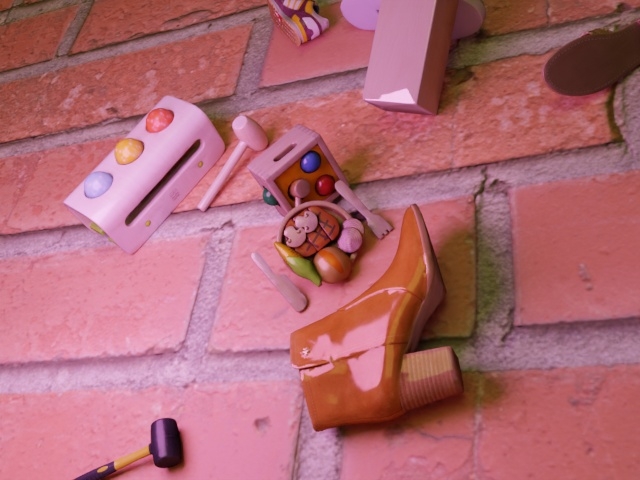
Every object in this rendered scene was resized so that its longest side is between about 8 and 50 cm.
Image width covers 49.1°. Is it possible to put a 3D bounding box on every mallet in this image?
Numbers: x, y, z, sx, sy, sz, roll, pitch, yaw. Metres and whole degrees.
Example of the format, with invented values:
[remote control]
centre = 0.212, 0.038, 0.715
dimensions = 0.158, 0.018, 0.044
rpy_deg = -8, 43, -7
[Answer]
[mallet]
centre = -0.272, 0.313, 0.959
dimensions = 0.190, 0.039, 0.062
rpy_deg = -32, 50, 5

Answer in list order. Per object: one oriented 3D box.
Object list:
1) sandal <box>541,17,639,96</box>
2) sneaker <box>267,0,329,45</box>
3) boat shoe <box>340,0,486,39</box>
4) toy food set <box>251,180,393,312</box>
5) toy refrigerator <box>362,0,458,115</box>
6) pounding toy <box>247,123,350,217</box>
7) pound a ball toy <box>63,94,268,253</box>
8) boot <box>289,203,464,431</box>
[sandal]
centre = 0.436, -0.289, 1.083
dimensions = 0.240, 0.088, 0.079
rpy_deg = -25, 16, -4
[sneaker]
centre = -0.049, -0.467, 1.441
dimensions = 0.084, 0.069, 0.185
rpy_deg = -26, 54, -8
[boat shoe]
centre = 0.179, -0.444, 1.292
dimensions = 0.301, 0.108, 0.102
rpy_deg = 17, 64, 42
[toy food set]
centre = 0.000, 0.000, 1.034
dimensions = 0.192, 0.038, 0.132
rpy_deg = -42, 79, -10
[toy refrigerator]
centre = 0.157, -0.349, 1.153
dimensions = 0.102, 0.094, 0.269
rpy_deg = 11, 92, 32
[pounding toy]
centre = -0.034, -0.080, 1.098
dimensions = 0.141, 0.130, 0.100
rpy_deg = -41, 37, -9
[pound a ball toy]
centre = -0.274, -0.133, 1.234
dimensions = 0.208, 0.136, 0.319
rpy_deg = 25, 69, 37
[boot]
centre = 0.060, 0.093, 0.925
dimensions = 0.211, 0.104, 0.295
rpy_deg = -14, 54, 14
